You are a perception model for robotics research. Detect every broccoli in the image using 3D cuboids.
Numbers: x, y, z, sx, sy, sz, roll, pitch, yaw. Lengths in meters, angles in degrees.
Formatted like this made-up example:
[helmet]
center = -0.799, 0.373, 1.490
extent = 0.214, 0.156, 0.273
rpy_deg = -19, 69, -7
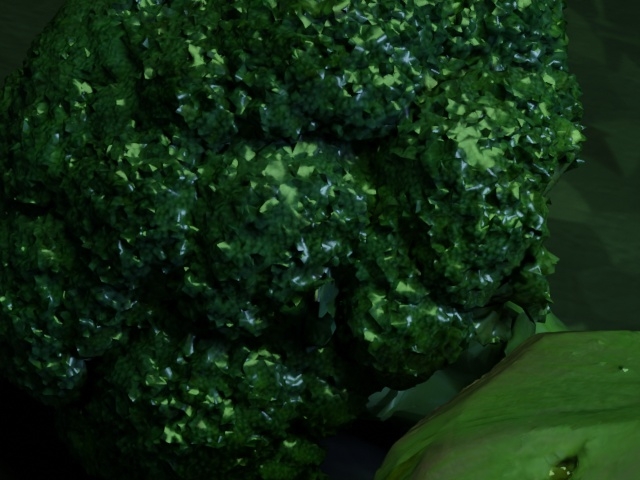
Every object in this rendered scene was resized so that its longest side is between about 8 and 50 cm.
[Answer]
[broccoli]
center = 0.000, 0.000, 0.753
extent = 0.270, 0.270, 0.270
rpy_deg = 40, 24, -30

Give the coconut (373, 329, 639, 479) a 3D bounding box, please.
[coconut]
center = 0.102, 0.130, 0.594
extent = 0.204, 0.236, 0.236
rpy_deg = 18, 34, 6
